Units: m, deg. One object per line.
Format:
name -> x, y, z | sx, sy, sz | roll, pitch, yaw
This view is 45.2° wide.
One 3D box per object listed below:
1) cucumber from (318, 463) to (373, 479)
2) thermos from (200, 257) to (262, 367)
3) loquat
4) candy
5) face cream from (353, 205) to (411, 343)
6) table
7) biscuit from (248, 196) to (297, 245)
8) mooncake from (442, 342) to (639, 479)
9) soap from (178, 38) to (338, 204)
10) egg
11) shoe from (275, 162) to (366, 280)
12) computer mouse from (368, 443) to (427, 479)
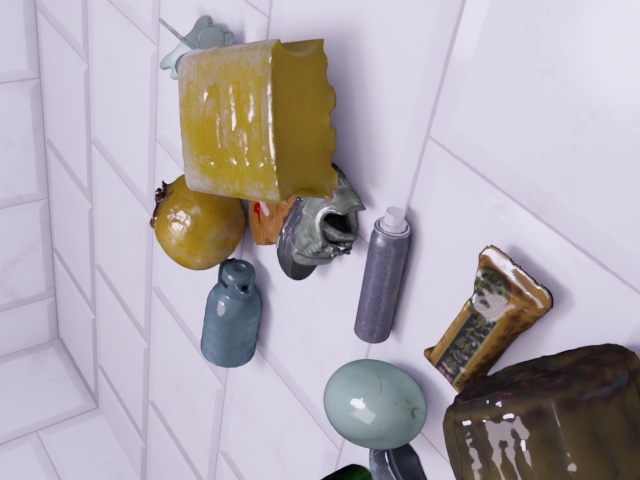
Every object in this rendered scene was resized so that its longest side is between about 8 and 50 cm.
cucumber -> 0.059, 0.596, 1.727 | 0.191, 0.130, 0.191 | 21, 119, 43
thermos -> -0.222, 0.167, 1.934 | 0.182, 0.145, 0.286 | -122, 35, -46
loquat -> -0.299, -0.052, 1.856 | 0.244, 0.244, 0.244 | 30, 128, 47
candy -> 0.260, 0.136, 1.227 | 0.143, 0.101, 0.271 | 46, 134, 26
face cream -> 0.116, 0.066, 1.430 | 0.073, 0.073, 0.284 | 41, 136, 40
table -> -0.281, -0.426, 1.738 | 0.198, 0.166, 0.167 | 45, 139, 48
biscuit -> -0.104, -0.101, 1.676 | 0.334, 0.047, 0.202 | 121, 137, -55
mooncake -> 0.307, 0.247, 1.030 | 0.290, 0.290, 0.161 | -24, 82, 57
soap -> -0.126, -0.228, 1.469 | 0.335, 0.156, 0.293 | 13, 110, 49
egg -> 0.103, 0.315, 1.476 | 0.231, 0.168, 0.168 | 7, 110, 52
shoe -> 0.003, 0.000, 1.532 | 0.149, 0.109, 0.293 | 53, 139, 37
computer mouse -> 0.158, 0.502, 1.572 | 0.126, 0.071, 0.231 | -36, 75, 56
